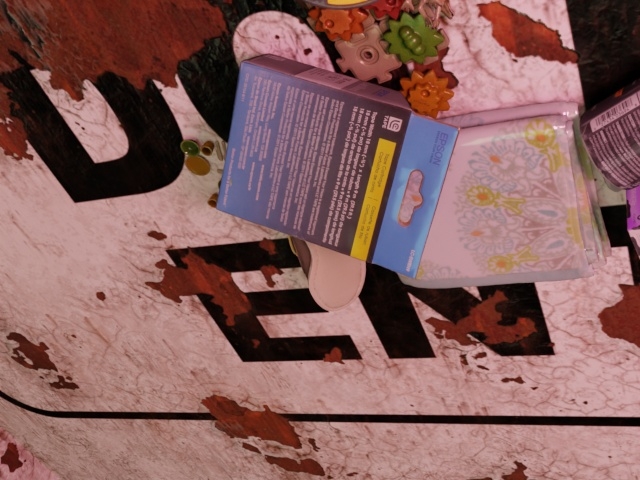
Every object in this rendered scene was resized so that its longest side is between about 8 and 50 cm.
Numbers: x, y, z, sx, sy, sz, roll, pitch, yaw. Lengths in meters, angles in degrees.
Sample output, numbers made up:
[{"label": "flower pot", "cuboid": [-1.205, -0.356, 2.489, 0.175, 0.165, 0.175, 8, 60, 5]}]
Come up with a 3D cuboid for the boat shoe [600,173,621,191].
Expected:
[{"label": "boat shoe", "cuboid": [0.431, -0.117, 1.172, 0.035, 0.035, 0.100, -37, 122, 3]}]

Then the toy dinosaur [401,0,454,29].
[{"label": "toy dinosaur", "cuboid": [0.139, -0.333, 0.988, 0.053, 0.092, 0.183, 11, 158, 17]}]

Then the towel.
[{"label": "towel", "cuboid": [0.255, -0.062, 1.259, 0.375, 0.090, 0.320, -6, 130, 26]}]

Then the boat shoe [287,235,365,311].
[{"label": "boat shoe", "cuboid": [0.000, 0.000, 1.410, 0.117, 0.096, 0.324, -28, 136, -9]}]

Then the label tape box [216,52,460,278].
[{"label": "label tape box", "cuboid": [0.028, -0.115, 1.165, 0.334, 0.106, 0.240, 20, 114, 14]}]

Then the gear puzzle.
[{"label": "gear puzzle", "cuboid": [0.078, -0.295, 1.103, 0.176, 0.044, 0.339, -16, 128, 33]}]

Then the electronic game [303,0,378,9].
[{"label": "electronic game", "cuboid": [0.026, -0.402, 0.959, 0.229, 0.048, 0.229, 1, 119, 2]}]

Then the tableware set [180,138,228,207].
[{"label": "tableware set", "cuboid": [-0.197, -0.120, 1.409, 0.104, 0.024, 0.154, 7, 137, 14]}]

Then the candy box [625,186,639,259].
[{"label": "candy box", "cuboid": [0.535, -0.071, 1.082, 0.196, 0.164, 0.070, -15, 130, 32]}]

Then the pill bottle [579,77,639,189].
[{"label": "pill bottle", "cuboid": [0.479, -0.175, 1.019, 0.130, 0.130, 0.246, 38, 135, -20]}]
